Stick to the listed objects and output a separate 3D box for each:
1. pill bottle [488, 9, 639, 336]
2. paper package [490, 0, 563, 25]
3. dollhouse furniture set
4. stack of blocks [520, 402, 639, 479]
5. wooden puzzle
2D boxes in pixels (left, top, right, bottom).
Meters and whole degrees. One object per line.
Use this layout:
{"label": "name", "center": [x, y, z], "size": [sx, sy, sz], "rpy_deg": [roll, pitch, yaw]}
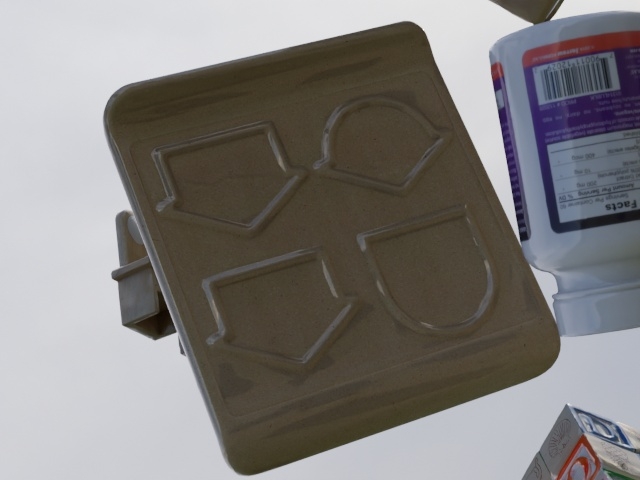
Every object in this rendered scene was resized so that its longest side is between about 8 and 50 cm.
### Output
{"label": "pill bottle", "center": [0.175, -0.040, 0.861], "size": [0.108, 0.108, 0.193], "rpy_deg": [-6, -94, -56]}
{"label": "paper package", "center": [0.154, -0.419, 1.256], "size": [0.168, 0.309, 0.325], "rpy_deg": [-55, -9, -48]}
{"label": "dollhouse furniture set", "center": [0.000, 0.000, 1.480], "size": [0.355, 0.174, 0.303], "rpy_deg": [-23, -30, 23]}
{"label": "stack of blocks", "center": [0.295, 0.233, 0.920], "size": [0.087, 0.297, 0.171], "rpy_deg": [-64, 16, 17]}
{"label": "wooden puzzle", "center": [0.007, 0.001, 1.195], "size": [0.322, 0.348, 0.080], "rpy_deg": [-16, -13, -20]}
